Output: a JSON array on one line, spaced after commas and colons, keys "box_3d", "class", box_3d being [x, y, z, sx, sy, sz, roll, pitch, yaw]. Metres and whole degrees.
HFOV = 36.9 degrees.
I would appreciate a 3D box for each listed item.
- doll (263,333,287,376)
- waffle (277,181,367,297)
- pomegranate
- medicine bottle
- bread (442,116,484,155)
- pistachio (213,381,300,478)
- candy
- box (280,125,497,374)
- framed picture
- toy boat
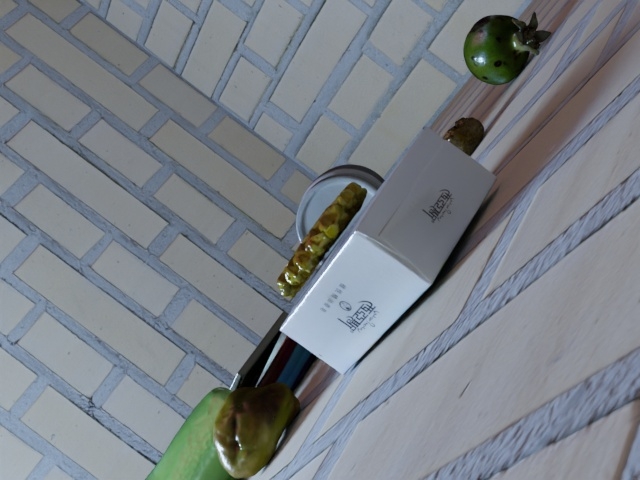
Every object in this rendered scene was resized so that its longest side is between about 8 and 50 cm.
[{"box_3d": [-0.066, 0.232, 1.912, 0.214, 0.071, 0.103, -59, 0, -4], "class": "doll"}, {"box_3d": [0.002, -0.002, 1.292, 0.191, 0.038, 0.191, -54, -2, -2], "class": "waffle"}, {"box_3d": [0.367, -0.397, 1.937, 0.148, 0.148, 0.169, -54, 8, -37], "class": "pomegranate"}, {"box_3d": [0.059, -0.054, 2.075, 0.211, 0.211, 0.371, -53, 1, 9], "class": "medicine bottle"}, {"box_3d": [0.255, -0.182, 1.761, 0.113, 0.060, 0.082, -52, -2, -18], "class": "bread"}, {"box_3d": [-0.099, 0.267, 1.439, 0.189, 0.110, 0.100, -53, -24, -49], "class": "pistachio"}, {"box_3d": [-0.207, 0.402, 1.556, 0.142, 0.132, 0.344, 30, 84, 46], "class": "candy"}, {"box_3d": [0.081, 0.020, 1.220, 0.203, 0.116, 0.274, -55, 0, -38], "class": "box"}, {"box_3d": [-0.150, 0.288, 1.767, 0.289, 0.016, 0.213, -64, -7, 33], "class": "framed picture"}, {"box_3d": [-0.073, 0.242, 1.788, 0.392, 0.079, 0.136, -55, -1, -25], "class": "toy boat"}]
